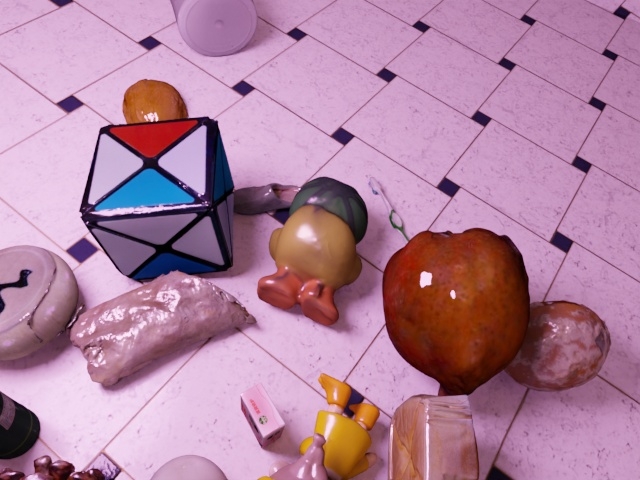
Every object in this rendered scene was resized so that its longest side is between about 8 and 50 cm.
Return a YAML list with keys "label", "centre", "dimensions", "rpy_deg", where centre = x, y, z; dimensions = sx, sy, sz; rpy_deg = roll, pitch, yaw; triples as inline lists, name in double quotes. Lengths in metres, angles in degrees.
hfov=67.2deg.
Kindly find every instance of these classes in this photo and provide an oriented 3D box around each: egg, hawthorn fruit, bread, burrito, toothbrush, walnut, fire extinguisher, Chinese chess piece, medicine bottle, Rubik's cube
- label: "egg"
  centre: [0.489, 0.220, 1.020]
  dimensions: [0.234, 0.195, 0.194]
  rpy_deg: [-15, 61, -4]
- label: "hawthorn fruit"
  centre: [0.264, 0.129, 0.969]
  dimensions: [0.309, 0.308, 0.324]
  rpy_deg: [14, 46, -1]
- label: "bread"
  centre: [0.198, 0.390, 0.858]
  dimensions: [0.110, 0.192, 0.209]
  rpy_deg: [14, 54, -9]
- label: "burrito"
  centre: [-0.322, 0.154, 0.971]
  dimensions: [0.348, 0.107, 0.175]
  rpy_deg: [-21, 77, -20]
- label: "toothbrush"
  centre: [0.197, -0.043, 1.229]
  dimensions: [0.030, 0.030, 0.303]
  rpy_deg: [-18, 63, -20]
- label: "walnut"
  centre: [-0.442, -0.366, 1.286]
  dimensions: [0.167, 0.087, 0.211]
  rpy_deg: [-11, 60, -21]
- label: "fire extinguisher"
  centre: [-0.534, 0.268, 0.741]
  dimensions: [0.093, 0.294, 0.118]
  rpy_deg: [-25, 65, -22]
- label: "Chinese chess piece"
  centre: [-0.582, 0.113, 0.919]
  dimensions: [0.238, 0.092, 0.237]
  rpy_deg: [-4, 50, 5]
- label: "medicine bottle"
  centre: [-0.326, -0.718, 1.441]
  dimensions: [0.238, 0.237, 0.231]
  rpy_deg: [-12, 62, -17]
- label: "egg"
  centre: [-0.210, 0.454, 0.768]
  dimensions: [0.151, 0.151, 0.209]
  rpy_deg: [-7, 65, -15]
- label: "Rubik's cube"
  centre: [-0.319, -0.082, 1.015]
  dimensions: [0.250, 0.246, 0.248]
  rpy_deg: [-6, 58, -3]

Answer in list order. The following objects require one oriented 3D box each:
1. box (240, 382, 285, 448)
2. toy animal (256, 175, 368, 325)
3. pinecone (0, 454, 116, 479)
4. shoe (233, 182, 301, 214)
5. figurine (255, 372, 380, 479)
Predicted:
- label: "box"
  centre: [-0.108, 0.323, 0.884]
  dimensions: [0.043, 0.125, 0.089]
  rpy_deg: [-26, 65, -22]
- label: "toy animal"
  centre: [0.001, -0.003, 1.071]
  dimensions: [0.216, 0.191, 0.338]
  rpy_deg: [19, 56, 3]
- label: "pinecone"
  centre: [-0.402, 0.462, 0.675]
  dimensions: [0.299, 0.242, 0.295]
  rpy_deg: [-3, 49, -10]
- label: "shoe"
  centre: [-0.128, -0.115, 1.189]
  dimensions: [0.195, 0.078, 0.079]
  rpy_deg: [-3, 59, -15]
- label: "figurine"
  centre: [-0.005, 0.413, 0.824]
  dimensions: [0.215, 0.187, 0.343]
  rpy_deg: [31, 50, -5]
